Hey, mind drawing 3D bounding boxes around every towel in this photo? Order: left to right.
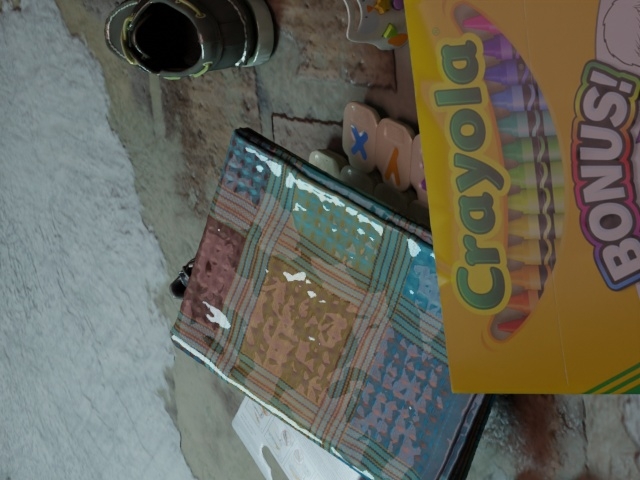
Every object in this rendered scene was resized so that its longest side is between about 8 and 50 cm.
[{"bbox_3d":[0.018,0.080,1.791,0.370,0.040,0.271,31,115,27],"label":"towel"}]

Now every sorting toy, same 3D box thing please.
[{"bbox_3d":[0.051,-0.223,1.735,0.045,0.075,0.083,-4,99,56],"label":"sorting toy"}]

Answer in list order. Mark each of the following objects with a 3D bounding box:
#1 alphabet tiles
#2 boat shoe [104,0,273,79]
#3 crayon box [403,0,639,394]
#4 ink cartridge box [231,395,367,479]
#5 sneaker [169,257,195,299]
[{"bbox_3d":[0.075,0.008,1.834,0.284,0.021,0.278,29,124,48],"label":"alphabet tiles"},{"bbox_3d":[-0.172,-0.237,2.040,0.305,0.091,0.109,10,110,54],"label":"boat shoe"},{"bbox_3d":[0.238,-0.066,1.374,0.313,0.106,0.363,-3,101,26],"label":"crayon box"},{"bbox_3d":[0.003,0.189,1.935,0.189,0.066,0.232,55,143,28],"label":"ink cartridge box"},{"bbox_3d":[-0.128,0.040,2.101,0.158,0.065,0.061,-40,68,54],"label":"sneaker"}]
